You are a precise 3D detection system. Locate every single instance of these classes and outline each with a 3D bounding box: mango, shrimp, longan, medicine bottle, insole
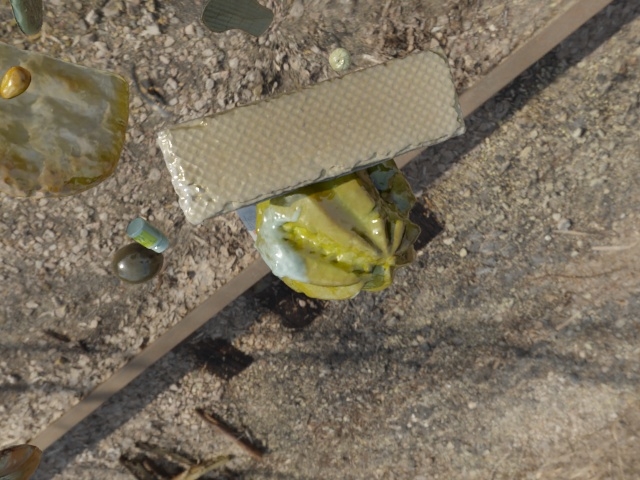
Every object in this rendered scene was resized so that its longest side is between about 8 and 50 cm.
[{"bbox_3d":[-0.719,-0.369,1.011,0.089,0.060,0.046,-46,156,7],"label":"mango"},{"bbox_3d":[-0.528,0.390,0.615,0.248,0.068,0.150,-42,158,-26],"label":"shrimp"},{"bbox_3d":[-0.821,0.100,1.937,0.220,0.196,0.197,-18,117,-6],"label":"longan"},{"bbox_3d":[-0.370,-0.010,0.927,0.047,0.047,0.083,-31,140,9],"label":"medicine bottle"},{"bbox_3d":[-0.199,-0.569,1.094,0.009,0.348,0.119,45,114,-2],"label":"insole"}]

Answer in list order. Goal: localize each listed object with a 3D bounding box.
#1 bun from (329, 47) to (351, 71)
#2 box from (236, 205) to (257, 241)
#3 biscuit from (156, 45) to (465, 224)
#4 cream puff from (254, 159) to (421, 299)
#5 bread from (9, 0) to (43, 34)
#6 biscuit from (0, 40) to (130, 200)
[{"bbox_3d":[0.077,-0.675,1.614,0.086,0.055,0.086,-3,125,-5],"label":"bun"},{"bbox_3d":[-0.142,-0.102,1.083,0.149,0.067,0.233,-22,107,29],"label":"box"},{"bbox_3d":[-0.006,-0.149,0.621,0.425,0.078,0.144,-18,98,-6],"label":"biscuit"},{"bbox_3d":[0.056,-0.052,0.816,0.378,0.275,0.379,-6,98,-46],"label":"cream puff"},{"bbox_3d":[-1.037,-0.864,1.523,0.040,0.267,0.267,0,117,-16],"label":"bread"},{"bbox_3d":[-0.757,-0.322,1.183,0.429,0.104,0.447,2,75,-32],"label":"biscuit"}]
